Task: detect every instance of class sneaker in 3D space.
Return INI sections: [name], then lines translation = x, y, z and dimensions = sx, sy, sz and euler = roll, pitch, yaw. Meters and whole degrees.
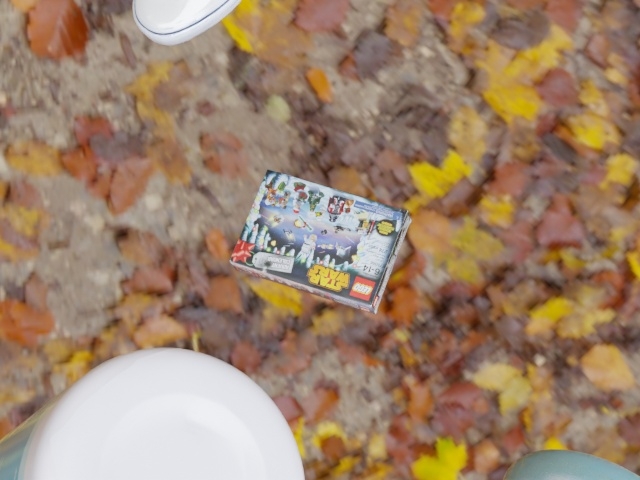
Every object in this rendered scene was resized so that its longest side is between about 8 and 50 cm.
[sneaker]
translation = -0.080, -0.285, 1.279
dimensions = 0.094, 0.091, 0.258
euler = 39, 93, 14

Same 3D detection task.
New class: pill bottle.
[pill bottle]
translation = -0.124, 0.159, 0.838
dimensions = 0.146, 0.264, 0.146
euler = 9, 68, -24

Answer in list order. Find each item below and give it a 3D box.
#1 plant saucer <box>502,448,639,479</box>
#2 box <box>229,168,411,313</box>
[plant saucer]
translation = 0.330, 0.379, 1.692
dimensions = 0.044, 0.318, 0.317
euler = -41, 118, -34
[box]
translation = 0.000, 0.000, 1.293
dimensions = 0.137, 0.027, 0.094
euler = 17, 74, 16
